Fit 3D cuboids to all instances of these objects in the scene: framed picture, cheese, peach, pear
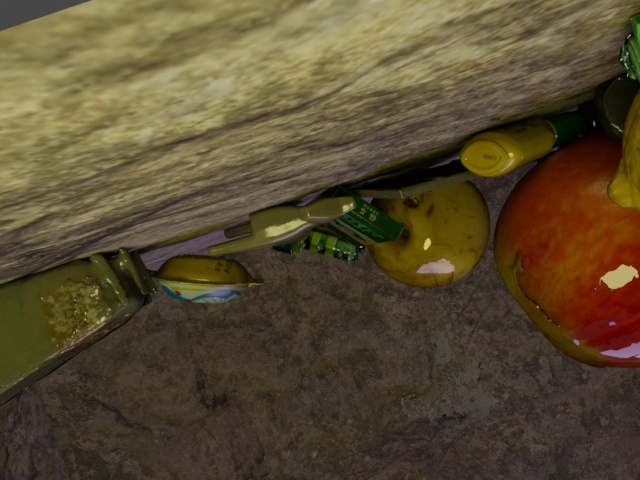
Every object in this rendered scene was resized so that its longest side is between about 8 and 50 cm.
[{"bbox_3d":[0.193,-0.112,0.765,0.280,0.019,0.209,-16,-168,-20],"label":"framed picture"},{"bbox_3d":[-0.227,0.057,0.726,0.269,0.070,0.177,6,-179,-9],"label":"cheese"},{"bbox_3d":[0.450,0.000,0.652,0.369,0.371,0.370,-19,-179,0],"label":"peach"},{"bbox_3d":[0.223,-0.027,0.963,0.280,0.281,0.281,-19,-179,0],"label":"pear"}]

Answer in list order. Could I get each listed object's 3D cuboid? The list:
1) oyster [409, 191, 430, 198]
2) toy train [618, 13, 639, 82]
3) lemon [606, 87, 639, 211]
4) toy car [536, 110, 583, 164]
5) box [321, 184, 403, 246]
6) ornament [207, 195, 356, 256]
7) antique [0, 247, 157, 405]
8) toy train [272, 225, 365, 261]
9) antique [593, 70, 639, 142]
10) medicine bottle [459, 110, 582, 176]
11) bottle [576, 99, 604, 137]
[{"bbox_3d":[0.173,-0.087,0.767,0.054,0.019,0.083,-4,-166,33],"label":"oyster"},{"bbox_3d":[0.244,-0.098,0.264,0.099,0.149,0.081,-17,-151,36],"label":"toy train"},{"bbox_3d":[0.389,-0.089,0.371,0.228,0.229,0.253,-19,-168,-41],"label":"lemon"},{"bbox_3d":[0.575,-0.173,0.913,0.247,0.198,0.204,-21,179,18],"label":"toy car"},{"bbox_3d":[0.054,-0.038,0.834,0.034,0.132,0.235,-60,-171,-9],"label":"box"},{"bbox_3d":[-0.062,-0.026,0.733,0.244,0.062,0.230,-15,179,3],"label":"ornament"},{"bbox_3d":[-0.359,0.107,0.580,0.283,0.150,0.125,-27,-179,-5],"label":"antique"},{"bbox_3d":[0.000,-0.001,1.005,0.200,0.083,0.132,13,-156,10],"label":"toy train"},{"bbox_3d":[0.448,-0.188,0.522,0.220,0.082,0.080,-17,180,31],"label":"antique"},{"bbox_3d":[0.321,-0.155,0.679,0.260,0.064,0.094,-23,-163,-34],"label":"medicine bottle"},{"bbox_3d":[0.548,-0.226,0.703,0.244,0.072,0.082,-19,-152,15],"label":"bottle"}]
